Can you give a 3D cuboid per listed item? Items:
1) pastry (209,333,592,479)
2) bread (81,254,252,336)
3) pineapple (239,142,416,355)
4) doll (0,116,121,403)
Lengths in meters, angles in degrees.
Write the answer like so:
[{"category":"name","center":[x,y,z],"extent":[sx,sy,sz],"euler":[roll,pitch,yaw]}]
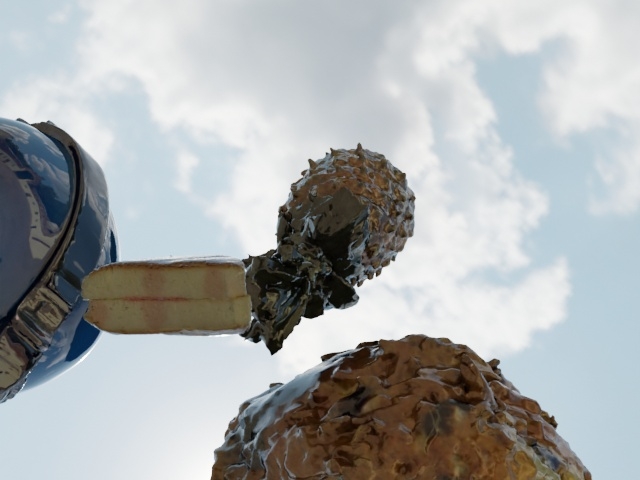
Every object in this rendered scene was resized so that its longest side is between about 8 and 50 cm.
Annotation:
[{"category":"pastry","center":[0.076,0.250,1.398],"extent":[0.405,0.337,0.292],"euler":[4,-139,26]},{"category":"bread","center":[-0.072,0.029,0.781],"extent":[0.108,0.062,0.043],"euler":[-2,-88,29]},{"category":"pineapple","center":[0.000,0.000,1.463],"extent":[0.141,0.310,0.170],"euler":[39,-59,4]},{"category":"doll","center":[-0.301,0.030,1.123],"extent":[0.310,0.240,0.284],"euler":[-35,-142,10]}]
